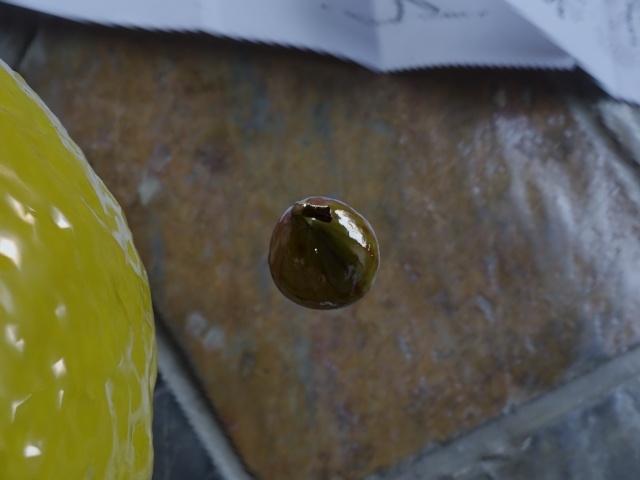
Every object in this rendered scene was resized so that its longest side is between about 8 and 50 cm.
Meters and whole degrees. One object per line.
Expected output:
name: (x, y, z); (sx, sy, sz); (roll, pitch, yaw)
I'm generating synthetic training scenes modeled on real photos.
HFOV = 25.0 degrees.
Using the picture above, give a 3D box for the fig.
fig: (0.000, 0.000, 0.627); (0.050, 0.083, 0.050); (-2, 68, 6)

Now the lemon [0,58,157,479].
lemon: (-0.211, 0.059, 0.458); (0.336, 0.336, 0.336); (10, 55, -15)
